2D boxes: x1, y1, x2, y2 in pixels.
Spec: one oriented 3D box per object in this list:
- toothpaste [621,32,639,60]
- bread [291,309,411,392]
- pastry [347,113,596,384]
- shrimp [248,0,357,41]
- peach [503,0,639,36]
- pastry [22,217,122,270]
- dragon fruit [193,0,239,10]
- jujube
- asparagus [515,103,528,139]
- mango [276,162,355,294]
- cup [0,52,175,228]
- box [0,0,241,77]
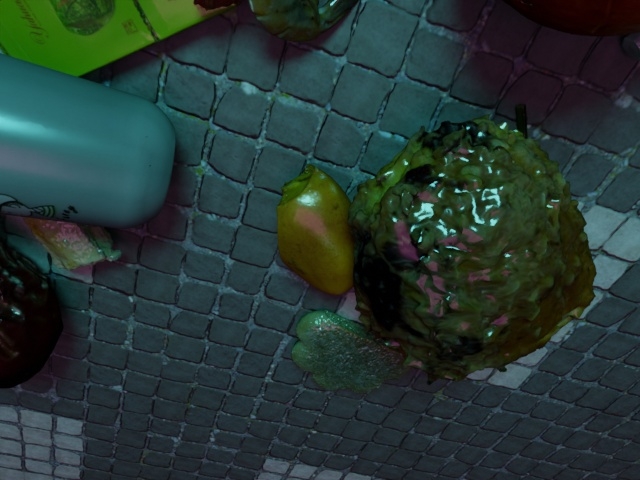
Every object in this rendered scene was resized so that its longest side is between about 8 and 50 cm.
[{"bbox_3d":[0.509,-0.320,0.578,0.194,0.043,0.067,-37,113,17],"label":"toothpaste"},{"bbox_3d":[0.058,0.270,0.977,0.287,0.056,0.207,24,120,-13],"label":"bread"},{"bbox_3d":[0.204,0.035,0.658,0.337,0.292,0.405,-49,124,-2],"label":"pastry"},{"bbox_3d":[0.030,-0.372,0.526,0.296,0.058,0.169,-46,153,9],"label":"shrimp"},{"bbox_3d":[0.304,-0.370,0.377,0.370,0.370,0.370,0,124,1],"label":"peach"},{"bbox_3d":[-0.468,-0.053,0.742,0.122,0.089,0.258,-24,119,8],"label":"pastry"},{"bbox_3d":[-0.088,-0.357,0.514,0.106,0.083,0.162,-3,108,-32],"label":"dragon fruit"},{"bbox_3d":[-0.640,0.098,0.772,0.258,0.258,0.376,-18,116,12],"label":"jujube"},{"bbox_3d":[0.331,-0.159,0.702,0.018,0.015,0.127,-16,123,13],"label":"asparagus"},{"bbox_3d":[0.000,0.000,0.751,0.154,0.126,0.252,-7,125,19],"label":"mango"},{"bbox_3d":[-0.371,-0.128,0.586,0.312,0.205,0.205,10,126,-28],"label":"cup"},{"bbox_3d":[-0.297,-0.339,0.572,0.335,0.047,0.187,-18,123,12],"label":"box"}]
